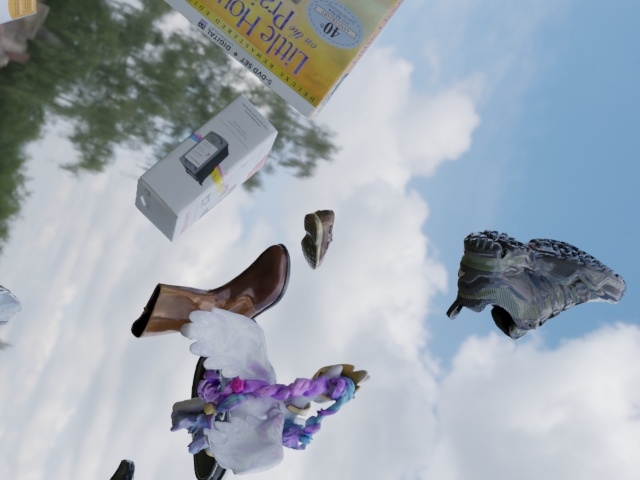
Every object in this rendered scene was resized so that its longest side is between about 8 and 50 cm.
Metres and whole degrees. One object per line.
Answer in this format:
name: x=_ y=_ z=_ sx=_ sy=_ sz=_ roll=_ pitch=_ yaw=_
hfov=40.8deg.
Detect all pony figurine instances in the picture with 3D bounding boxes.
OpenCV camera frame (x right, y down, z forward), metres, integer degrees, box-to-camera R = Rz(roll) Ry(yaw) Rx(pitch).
pony figurine: x=-0.128 y=0.303 z=1.625 sx=0.363 sy=0.351 sz=0.303 roll=-34 pitch=-122 yaw=43

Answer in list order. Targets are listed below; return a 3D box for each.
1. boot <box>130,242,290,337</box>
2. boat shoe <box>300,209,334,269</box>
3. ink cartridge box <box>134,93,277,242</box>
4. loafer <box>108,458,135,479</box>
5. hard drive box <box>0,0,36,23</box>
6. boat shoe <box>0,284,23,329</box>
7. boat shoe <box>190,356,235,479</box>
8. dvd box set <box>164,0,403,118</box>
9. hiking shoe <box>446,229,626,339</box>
boot: x=-0.222 y=0.099 z=1.765 sx=0.264 sy=0.280 sz=0.096 roll=-49 pitch=-128 yaw=29
boat shoe: x=0.000 y=-0.001 z=1.815 sx=0.064 sy=0.060 sz=0.178 roll=53 pitch=-25 yaw=28
ink cartridge box: x=-0.259 y=-0.159 z=1.942 sx=0.306 sy=0.131 sz=0.226 roll=-44 pitch=178 yaw=-19
loafer: x=-0.397 y=0.478 z=1.562 sx=0.223 sy=0.078 sz=0.076 roll=-73 pitch=180 yaw=-60
hard drive box: x=-0.574 y=-0.422 z=1.351 sx=0.232 sy=0.089 sz=0.181 roll=-31 pitch=153 yaw=-34
boat shoe: x=-0.507 y=0.082 z=1.189 sx=0.109 sy=0.094 sz=0.302 roll=-44 pitch=177 yaw=-8
boat shoe: x=-0.241 y=0.383 z=1.846 sx=0.114 sy=0.091 sz=0.302 roll=-28 pitch=-137 yaw=26
dvd box set: x=-0.005 y=-0.435 z=1.254 sx=0.420 sy=0.307 sz=0.062 roll=-50 pitch=177 yaw=19
hiking shoe: x=0.250 y=0.059 z=1.004 sx=0.086 sy=0.227 sz=0.114 roll=-126 pitch=-129 yaw=-62
